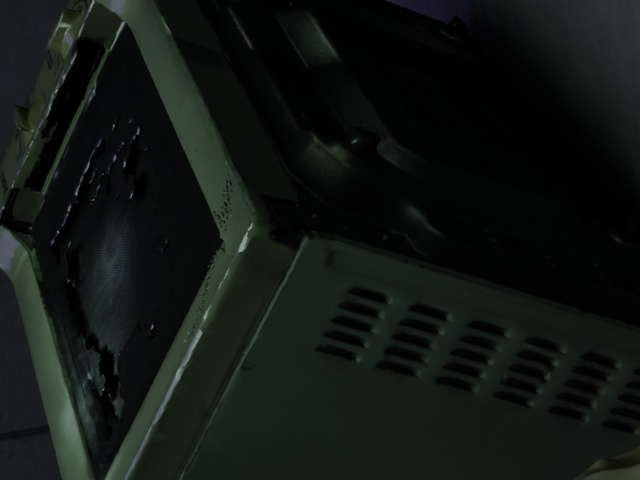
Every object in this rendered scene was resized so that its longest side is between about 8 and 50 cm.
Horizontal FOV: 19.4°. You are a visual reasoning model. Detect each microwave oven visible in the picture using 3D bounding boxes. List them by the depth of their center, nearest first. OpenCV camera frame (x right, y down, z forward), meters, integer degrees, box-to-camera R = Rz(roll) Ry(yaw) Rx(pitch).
[{"bbox_3d":[0.000,0.000,0.987,0.218,0.286,0.355,-64,27,22],"label":"microwave oven"}]

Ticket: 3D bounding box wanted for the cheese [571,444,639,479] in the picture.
[{"bbox_3d":[0.173,0.126,0.545,0.248,0.251,0.174,75,-178,-67],"label":"cheese"}]
